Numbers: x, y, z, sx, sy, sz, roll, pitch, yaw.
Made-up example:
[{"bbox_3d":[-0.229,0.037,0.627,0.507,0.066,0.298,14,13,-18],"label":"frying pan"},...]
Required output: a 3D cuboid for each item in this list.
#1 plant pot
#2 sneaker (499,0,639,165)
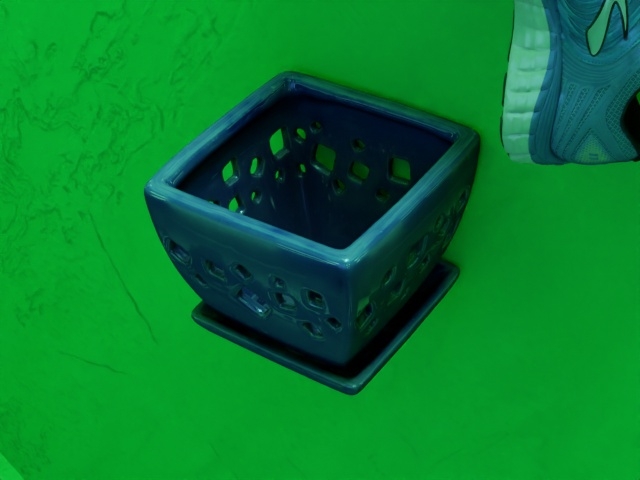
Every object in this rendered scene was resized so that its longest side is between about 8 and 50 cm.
[{"bbox_3d":[0.000,0.000,1.213,0.236,0.236,0.212,22,137,27],"label":"plant pot"},{"bbox_3d":[0.227,-0.202,0.966,0.147,0.129,0.330,10,130,18],"label":"sneaker"}]
